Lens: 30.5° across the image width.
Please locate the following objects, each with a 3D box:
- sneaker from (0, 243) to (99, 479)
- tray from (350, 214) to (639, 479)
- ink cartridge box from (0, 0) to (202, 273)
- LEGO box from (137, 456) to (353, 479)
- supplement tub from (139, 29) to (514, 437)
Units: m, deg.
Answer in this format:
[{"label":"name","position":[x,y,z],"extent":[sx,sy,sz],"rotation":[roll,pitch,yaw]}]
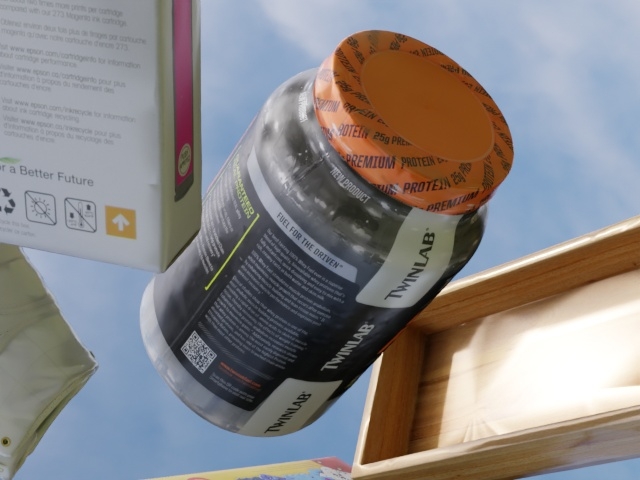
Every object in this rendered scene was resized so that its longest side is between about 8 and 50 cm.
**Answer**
[{"label":"sneaker","position":[-0.327,0.145,0.965],"extent":[0.292,0.108,0.169],"rotation":[-37,-96,-12]},{"label":"tray","position":[0.206,0.114,1.098],"extent":[0.076,0.411,0.203],"rotation":[32,-125,-28]},{"label":"ink cartridge box","position":[-0.151,-0.168,0.584],"extent":[0.069,0.175,0.371],"rotation":[-58,-26,-57]},{"label":"LEGO box","position":[-0.029,0.400,1.201],"extent":[0.500,0.372,0.193],"rotation":[6,-76,-52]},{"label":"supplement tub","position":[0.000,0.000,0.984],"extent":[0.207,0.338,0.207],"rotation":[20,-136,-20]}]
